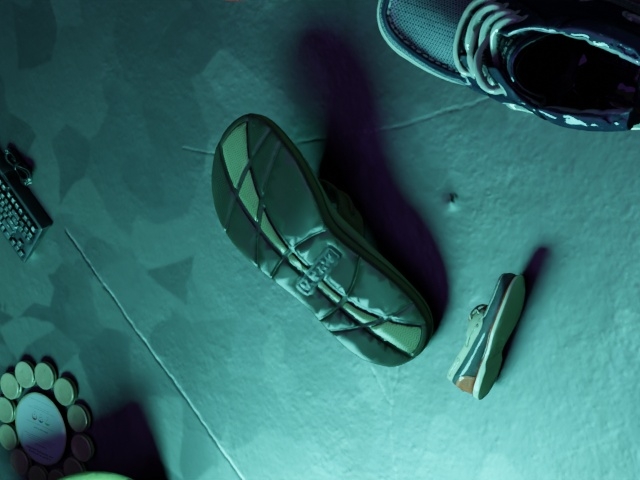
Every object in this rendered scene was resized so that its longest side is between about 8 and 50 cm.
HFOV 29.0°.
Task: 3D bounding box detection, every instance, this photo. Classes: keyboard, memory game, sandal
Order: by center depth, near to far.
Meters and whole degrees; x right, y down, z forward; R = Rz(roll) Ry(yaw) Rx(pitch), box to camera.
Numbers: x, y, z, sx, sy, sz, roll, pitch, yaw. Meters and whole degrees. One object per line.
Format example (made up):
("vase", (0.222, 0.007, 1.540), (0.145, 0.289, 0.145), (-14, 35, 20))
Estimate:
("sandal", (0.000, 0.002, 1.271), (0.120, 0.086, 0.302), (-41, 89, 29))
("keyboard", (-0.409, -0.069, 1.594), (0.180, 0.023, 0.108), (51, 123, 17))
("memory game", (-0.363, 0.246, 1.622), (0.186, 0.012, 0.186), (7, 103, 35))

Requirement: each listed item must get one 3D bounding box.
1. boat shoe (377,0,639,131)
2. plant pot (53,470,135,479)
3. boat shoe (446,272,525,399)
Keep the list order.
("boat shoe", (0.164, -0.175, 1.062), (0.341, 0.158, 0.127), (18, 108, 33))
("plant pot", (-0.351, 0.407, 1.511), (0.254, 0.276, 0.276), (-3, 97, 49))
("boat shoe", (0.158, 0.088, 1.186), (0.043, 0.049, 0.137), (31, 120, 31))
